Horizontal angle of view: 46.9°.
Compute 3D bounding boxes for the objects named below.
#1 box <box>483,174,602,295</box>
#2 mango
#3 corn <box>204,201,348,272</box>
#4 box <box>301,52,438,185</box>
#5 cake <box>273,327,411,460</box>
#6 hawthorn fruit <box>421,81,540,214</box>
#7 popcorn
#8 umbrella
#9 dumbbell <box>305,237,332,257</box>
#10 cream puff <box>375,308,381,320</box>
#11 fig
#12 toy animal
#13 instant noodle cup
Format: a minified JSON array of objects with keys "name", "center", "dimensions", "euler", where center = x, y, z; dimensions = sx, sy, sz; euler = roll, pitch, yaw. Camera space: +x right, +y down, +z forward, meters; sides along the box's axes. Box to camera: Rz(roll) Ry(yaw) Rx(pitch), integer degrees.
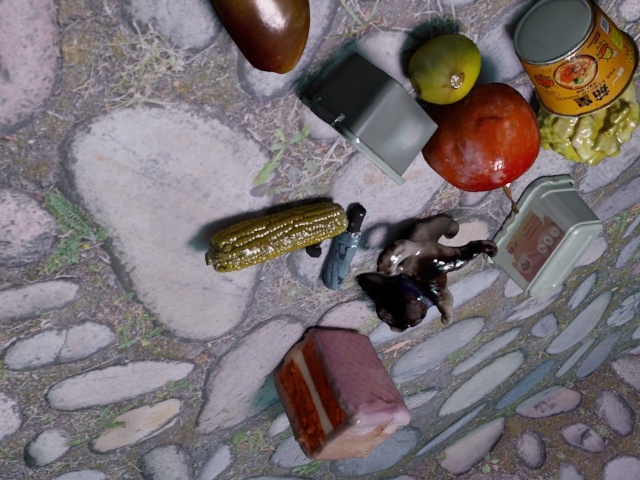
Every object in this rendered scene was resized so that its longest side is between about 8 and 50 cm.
[{"name":"box","center":[0.612,-0.002,2.003],"dimensions":[0.175,0.182,0.311],"euler":[-7,137,-33]},{"name":"mango","center":[-0.088,-0.352,1.075],"dimensions":[0.133,0.111,0.267],"euler":[-20,148,8]},{"name":"corn","center":[-0.087,-0.012,1.507],"dimensions":[0.320,0.097,0.097],"euler":[-17,142,-25]},{"name":"box","center":[0.100,-0.224,1.353],"dimensions":[0.135,0.163,0.243],"euler":[-50,142,7]},{"name":"cake","center":[0.050,0.404,1.944],"dimensions":[0.230,0.308,0.237],"euler":[16,126,-43]},{"name":"hawthorn fruit","center":[0.339,-0.177,1.486],"dimensions":[0.242,0.271,0.242],"euler":[-28,170,-5]},{"name":"popcorn","center":[0.602,-0.283,1.641],"dimensions":[0.259,0.212,0.259],"euler":[-23,152,-13]},{"name":"umbrella","center":[0.056,0.021,1.696],"dimensions":[0.052,0.053,0.250],"euler":[-9,139,-30]},{"name":"dumbbell","center":[0.000,0.000,1.640],"dimensions":[0.036,0.040,0.083],"euler":[26,119,-17]},{"name":"cream puff","center":[0.188,0.185,1.998],"dimensions":[0.083,0.058,0.083],"euler":[-29,148,-20]},{"name":"fig","center":[0.231,-0.318,1.375],"dimensions":[0.153,0.121,0.136],"euler":[-27,147,-53]},{"name":"toy animal","center":[0.224,0.101,1.819],"dimensions":[0.303,0.194,0.344],"euler":[-13,137,-34]},{"name":"instant noodle cup","center":[0.490,-0.372,1.449],"dimensions":[0.216,0.215,0.172],"euler":[-44,135,15]}]
